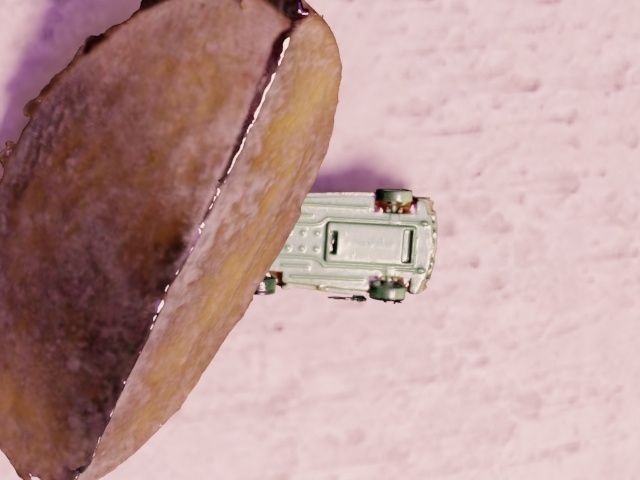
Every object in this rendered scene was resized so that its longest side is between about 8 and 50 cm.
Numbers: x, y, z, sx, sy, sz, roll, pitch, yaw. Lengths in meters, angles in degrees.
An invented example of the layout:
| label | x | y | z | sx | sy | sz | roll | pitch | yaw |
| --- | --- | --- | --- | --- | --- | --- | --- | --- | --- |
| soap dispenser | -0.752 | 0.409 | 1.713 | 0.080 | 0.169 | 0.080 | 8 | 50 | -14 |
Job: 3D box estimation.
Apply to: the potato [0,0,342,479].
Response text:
| label | x | y | z | sx | sy | sz | roll | pitch | yaw |
| --- | --- | --- | --- | --- | --- | --- | --- | --- | --- |
| potato | -0.080 | -0.015 | 0.841 | 0.100 | 0.120 | 0.261 | 5 | 115 | -61 |

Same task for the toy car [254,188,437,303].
| label | x | y | z | sx | sy | sz | roll | pitch | yaw |
| --- | --- | --- | --- | --- | --- | --- | --- | --- | --- |
| toy car | 0.000 | 0.000 | 0.895 | 0.122 | 0.035 | 0.059 | 3 | 98 | -6 |
